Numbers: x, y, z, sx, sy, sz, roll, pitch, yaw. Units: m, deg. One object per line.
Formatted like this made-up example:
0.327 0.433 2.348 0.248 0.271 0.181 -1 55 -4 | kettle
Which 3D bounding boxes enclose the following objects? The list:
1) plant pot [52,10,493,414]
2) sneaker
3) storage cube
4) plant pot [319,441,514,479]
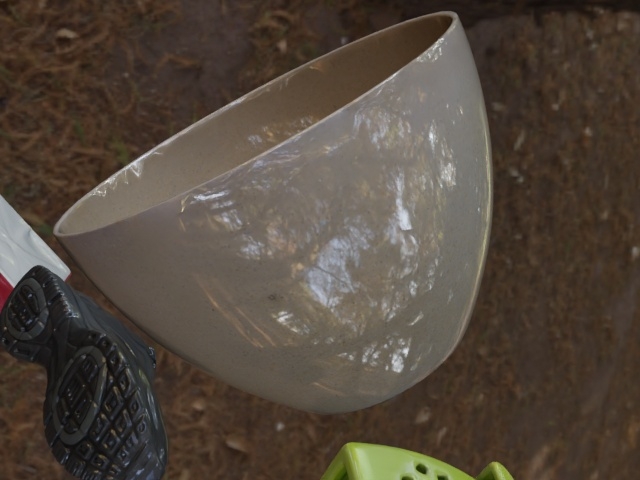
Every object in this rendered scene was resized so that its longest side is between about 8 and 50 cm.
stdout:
0.000 0.000 0.589 0.284 0.284 0.191 -44 112 -41 | plant pot
-0.198 0.126 0.831 0.109 0.286 0.130 -50 136 7 | sneaker
-0.478 0.058 1.172 0.183 0.193 0.215 51 9 -13 | storage cube
0.102 0.353 0.875 0.207 0.227 0.228 6 133 -23 | plant pot
